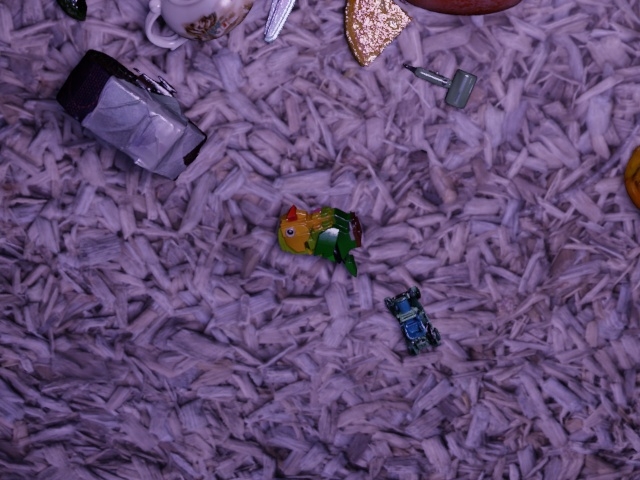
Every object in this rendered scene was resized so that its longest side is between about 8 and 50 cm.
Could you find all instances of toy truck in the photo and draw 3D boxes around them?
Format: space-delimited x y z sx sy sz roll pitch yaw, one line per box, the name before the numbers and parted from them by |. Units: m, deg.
toy truck | 0.205 0.182 1.722 0.080 0.078 0.154 -24 105 10

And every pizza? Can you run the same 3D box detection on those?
pizza | 0.111 -0.430 1.559 0.134 0.046 0.175 8 107 1

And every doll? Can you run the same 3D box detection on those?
doll | 0.002 -0.008 1.659 0.186 0.106 0.134 13 118 -2

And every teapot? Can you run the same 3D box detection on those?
teapot | -0.219 -0.471 1.509 0.298 0.139 0.204 -22 69 18

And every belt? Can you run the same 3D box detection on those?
belt | -0.361 -0.256 1.561 0.289 0.184 0.164 38 100 -14

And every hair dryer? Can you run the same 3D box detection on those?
hair dryer | 0.235 -0.325 1.590 0.150 0.047 0.071 23 107 2

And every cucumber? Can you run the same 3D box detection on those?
cucumber | -0.520 -0.547 1.540 0.067 0.067 0.245 -12 107 6

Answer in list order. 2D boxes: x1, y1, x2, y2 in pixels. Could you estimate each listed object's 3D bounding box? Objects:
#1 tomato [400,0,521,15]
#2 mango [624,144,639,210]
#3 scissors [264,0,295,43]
tomato | 0.272 -0.578 1.462 0.338 0.144 0.338 0 106 0
mango | 0.780 -0.108 1.571 0.350 0.201 0.199 16 143 -11
scissors | -0.056 -0.511 1.549 0.125 0.030 0.256 22 104 -3
